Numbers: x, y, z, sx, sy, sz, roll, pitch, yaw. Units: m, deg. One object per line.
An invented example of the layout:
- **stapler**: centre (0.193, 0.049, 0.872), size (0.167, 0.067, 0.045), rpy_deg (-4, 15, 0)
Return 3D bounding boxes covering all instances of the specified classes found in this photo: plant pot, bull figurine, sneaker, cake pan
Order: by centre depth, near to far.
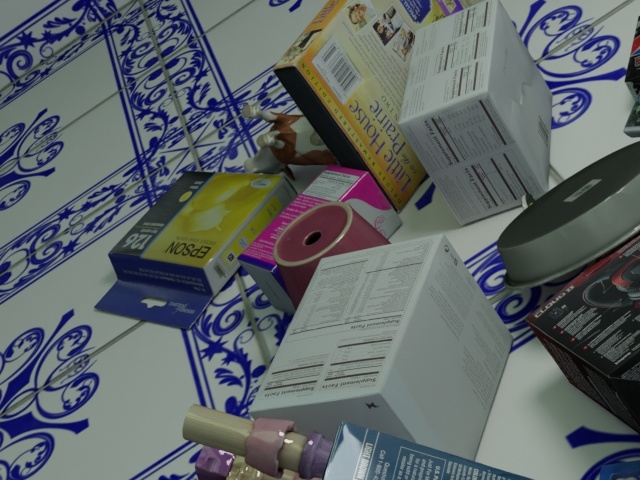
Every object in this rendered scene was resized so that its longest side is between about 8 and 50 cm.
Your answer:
- **cake pan**: centre (0.346, -0.041, 1.818), size (0.293, 0.054, 0.293), rpy_deg (-34, 7, 5)
- **plant pot**: centre (0.034, 0.052, 1.985), size (0.201, 0.180, 0.201), rpy_deg (-25, 31, 16)
- **sneaker**: centre (0.304, -0.038, 1.993), size (0.035, 0.031, 0.083), rpy_deg (-15, 37, 8)
- **bull figurine**: centre (-0.018, -0.173, 2.385), size (0.310, 0.188, 0.101), rpy_deg (-8, 77, 29)

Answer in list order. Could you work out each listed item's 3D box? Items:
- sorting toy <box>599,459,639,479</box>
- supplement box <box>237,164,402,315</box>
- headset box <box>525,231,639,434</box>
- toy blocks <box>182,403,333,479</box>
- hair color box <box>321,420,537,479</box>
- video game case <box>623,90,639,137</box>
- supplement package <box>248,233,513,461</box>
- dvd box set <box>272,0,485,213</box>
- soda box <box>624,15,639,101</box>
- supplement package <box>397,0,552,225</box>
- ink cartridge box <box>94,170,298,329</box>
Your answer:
- **sorting toy**: centre (0.447, 0.238, 1.423), size (0.348, 0.047, 0.196), rpy_deg (-24, 35, 19)
- **supplement box**: centre (0.000, 0.000, 2.165), size (0.220, 0.111, 0.114), rpy_deg (-45, 30, -17)
- **headset box**: centre (0.377, 0.088, 1.597), size (0.218, 0.110, 0.293), rpy_deg (-37, 15, -4)
- **toy blocks**: centre (-0.049, 0.380, 1.613), size (0.260, 0.309, 0.288), rpy_deg (14, 61, 13)
- **hair color box**: centre (0.157, 0.303, 1.311), size (0.347, 0.174, 0.105), rpy_deg (16, 45, 3)
- **video game case**: centre (0.487, -0.213, 1.826), size (0.190, 0.022, 0.173), rpy_deg (3, 65, 61)
- **supplement package**: centre (0.081, 0.164, 1.752), size (0.198, 0.199, 0.262), rpy_deg (-12, 37, 36)
- **dvd box set**: centre (0.133, -0.294, 2.259), size (0.062, 0.307, 0.420), rpy_deg (-2, 44, 49)
- **soda box**: centre (0.493, -0.271, 2.096), size (0.053, 0.060, 0.169), rpy_deg (-15, 35, 33)
- **supplement package**: centre (0.235, -0.193, 2.105), size (0.145, 0.204, 0.262), rpy_deg (-19, 33, 25)
- **ink cartridge box**: centre (-0.231, 0.004, 2.448), size (0.304, 0.072, 0.307), rpy_deg (7, 48, 50)
